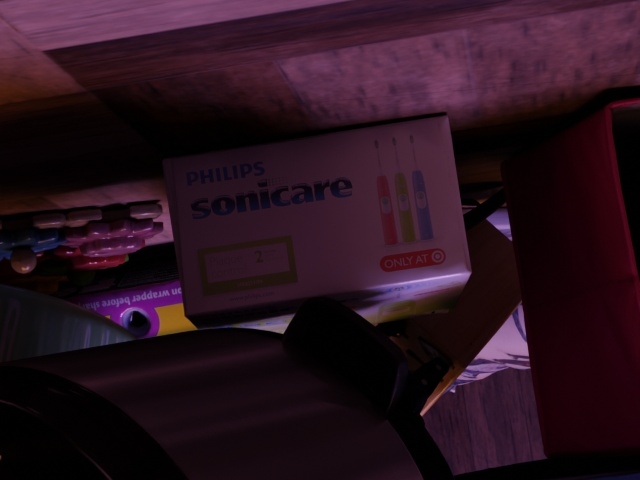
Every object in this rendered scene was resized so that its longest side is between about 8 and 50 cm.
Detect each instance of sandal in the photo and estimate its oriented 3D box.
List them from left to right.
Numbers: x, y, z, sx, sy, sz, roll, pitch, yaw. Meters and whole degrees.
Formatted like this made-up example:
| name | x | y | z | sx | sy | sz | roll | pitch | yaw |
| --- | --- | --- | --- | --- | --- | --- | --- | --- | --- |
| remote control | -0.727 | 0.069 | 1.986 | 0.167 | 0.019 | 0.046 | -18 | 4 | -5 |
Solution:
| name | x | y | z | sx | sy | sz | roll | pitch | yaw |
| --- | --- | --- | --- | --- | --- | --- | --- | --- | --- |
| sandal | 0.089 | -0.011 | 1.791 | 0.179 | 0.040 | 0.067 | -26 | -177 | 17 |

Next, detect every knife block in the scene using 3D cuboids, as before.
| name | x | y | z | sx | sy | sz | roll | pitch | yaw |
| --- | --- | --- | --- | --- | --- | --- | --- | --- | --- |
| knife block | 0.094 | 0.082 | 1.726 | 0.275 | 0.088 | 0.242 | -47 | 176 | -11 |

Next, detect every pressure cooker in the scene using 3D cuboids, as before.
| name | x | y | z | sx | sy | sz | roll | pitch | yaw |
| --- | --- | --- | --- | --- | --- | --- | --- | --- | --- |
| pressure cooker | -0.100 | 0.249 | 1.353 | 0.370 | 0.375 | 0.420 | -18 | 174 | 33 |

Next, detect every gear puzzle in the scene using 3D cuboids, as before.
| name | x | y | z | sx | sy | sz | roll | pitch | yaw |
| --- | --- | --- | --- | --- | --- | --- | --- | --- | --- |
| gear puzzle | -0.247 | 0.024 | 1.723 | 0.175 | 0.044 | 0.339 | -6 | 172 | -17 |

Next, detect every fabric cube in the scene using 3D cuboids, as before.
| name | x | y | z | sx | sy | sz | roll | pitch | yaw |
| --- | --- | --- | --- | --- | --- | --- | --- | --- | --- |
| fabric cube | 0.309 | 0.027 | 1.523 | 0.254 | 0.259 | 0.258 | -7 | 174 | -14 |

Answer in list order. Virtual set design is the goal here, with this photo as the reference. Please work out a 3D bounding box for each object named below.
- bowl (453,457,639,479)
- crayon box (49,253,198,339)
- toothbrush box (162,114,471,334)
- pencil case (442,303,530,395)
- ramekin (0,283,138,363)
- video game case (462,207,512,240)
| name | x | y | z | sx | sy | sz | roll | pitch | yaw |
| --- | --- | --- | --- | --- | --- | --- | --- | --- | --- |
| bowl | 0.256 | 0.203 | 1.543 | 0.391 | 0.077 | 0.391 | -8 | 176 | -1 |
| crayon box | -0.138 | 0.177 | 1.926 | 0.363 | 0.313 | 0.106 | -9 | -165 | 11 |
| toothbrush box | 0.000 | 0.000 | 1.518 | 0.206 | 0.122 | 0.283 | -8 | 171 | -1 |
| pencil case | 0.203 | 0.081 | 2.194 | 0.183 | 0.160 | 0.410 | 17 | 160 | -32 |
| ramekin | -0.292 | 0.142 | 1.730 | 0.303 | 0.148 | 0.303 | 8 | 161 | 3 |
| video game case | 0.118 | -0.004 | 1.993 | 0.201 | 0.023 | 0.183 | -2 | 170 | -40 |
